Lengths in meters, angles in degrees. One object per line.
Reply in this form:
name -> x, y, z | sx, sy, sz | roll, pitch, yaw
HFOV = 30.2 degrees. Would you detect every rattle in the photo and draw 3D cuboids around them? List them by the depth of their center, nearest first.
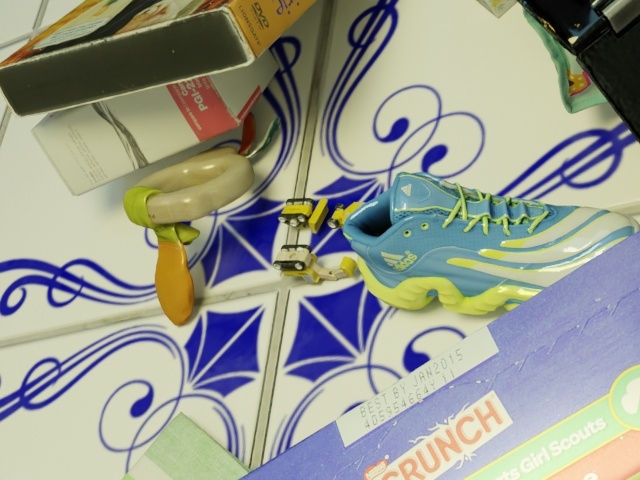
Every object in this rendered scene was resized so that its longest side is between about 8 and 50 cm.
rattle -> -0.096, -0.030, 1.190 | 0.130, 0.143, 0.200 | -23, 11, 32

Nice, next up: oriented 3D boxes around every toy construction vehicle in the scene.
toy construction vehicle -> 0.000, 0.000, 1.092 | 0.098, 0.035, 0.086 | -2, 47, 34

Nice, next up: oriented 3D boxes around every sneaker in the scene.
sneaker -> 0.121, 0.000, 0.924 | 0.240, 0.126, 0.091 | -11, 54, 33

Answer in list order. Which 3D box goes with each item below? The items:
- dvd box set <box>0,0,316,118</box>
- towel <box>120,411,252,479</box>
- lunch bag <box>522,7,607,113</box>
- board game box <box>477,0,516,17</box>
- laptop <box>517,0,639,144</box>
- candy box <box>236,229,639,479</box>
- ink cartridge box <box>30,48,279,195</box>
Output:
dvd box set -> -0.099, -0.274, 1.219 | 0.308, 0.062, 0.420 | -6, 31, 35
towel -> -0.166, 0.303, 0.945 | 0.325, 0.038, 0.248 | -48, 36, -12
lunch bag -> 0.291, -0.250, 0.951 | 0.262, 0.160, 0.223 | -19, 40, 22
board game box -> 0.170, -0.295, 1.176 | 0.103, 0.026, 0.154 | -41, 43, 6
laptop -> 0.319, -0.228, 0.808 | 0.382, 0.236, 0.408 | -40, 54, 7
candy box -> 0.142, 0.172, 0.641 | 0.268, 0.317, 0.122 | -33, 45, 14
ink cartridge box -> -0.172, -0.149, 1.251 | 0.218, 0.092, 0.158 | -22, 22, 25
